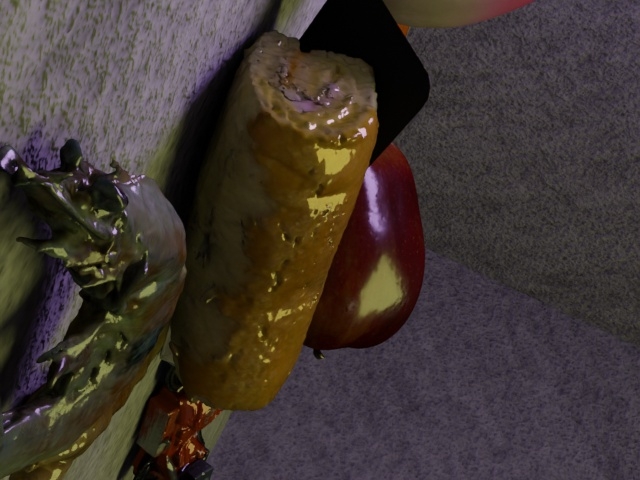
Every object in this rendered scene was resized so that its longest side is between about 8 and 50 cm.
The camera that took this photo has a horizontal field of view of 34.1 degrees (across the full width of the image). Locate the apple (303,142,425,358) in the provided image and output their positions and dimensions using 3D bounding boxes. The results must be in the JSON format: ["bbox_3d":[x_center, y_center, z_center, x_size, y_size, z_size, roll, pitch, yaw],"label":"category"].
[{"bbox_3d":[0.000,0.000,1.435,0.288,0.288,0.316,-37,132,-83],"label":"apple"}]

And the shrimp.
[{"bbox_3d":[-0.181,0.054,0.724,0.247,0.085,0.360,-54,166,-25],"label":"shrimp"}]

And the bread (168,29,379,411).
[{"bbox_3d":[-0.064,-0.013,1.136,0.236,0.165,0.375,-85,-167,-55],"label":"bread"}]

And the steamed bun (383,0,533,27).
[{"bbox_3d":[0.162,-0.375,1.185,0.309,0.309,0.309,25,90,-87],"label":"steamed bun"}]

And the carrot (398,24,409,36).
[{"bbox_3d":[0.082,-0.377,1.713,0.307,0.100,0.258,99,17,-51],"label":"carrot"}]

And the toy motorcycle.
[{"bbox_3d":[-0.198,0.267,1.654,0.221,0.148,0.325,-20,138,-53],"label":"toy motorcycle"}]

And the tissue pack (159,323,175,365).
[{"bbox_3d":[-0.164,0.121,1.476,0.111,0.079,0.085,-60,173,-55],"label":"tissue pack"}]

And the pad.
[{"bbox_3d":[0.015,-0.159,1.188,0.004,0.181,0.267,-13,157,-41],"label":"pad"}]

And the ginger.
[{"bbox_3d":[-0.210,0.134,0.997,0.118,0.065,0.299,-62,178,25],"label":"ginger"}]
